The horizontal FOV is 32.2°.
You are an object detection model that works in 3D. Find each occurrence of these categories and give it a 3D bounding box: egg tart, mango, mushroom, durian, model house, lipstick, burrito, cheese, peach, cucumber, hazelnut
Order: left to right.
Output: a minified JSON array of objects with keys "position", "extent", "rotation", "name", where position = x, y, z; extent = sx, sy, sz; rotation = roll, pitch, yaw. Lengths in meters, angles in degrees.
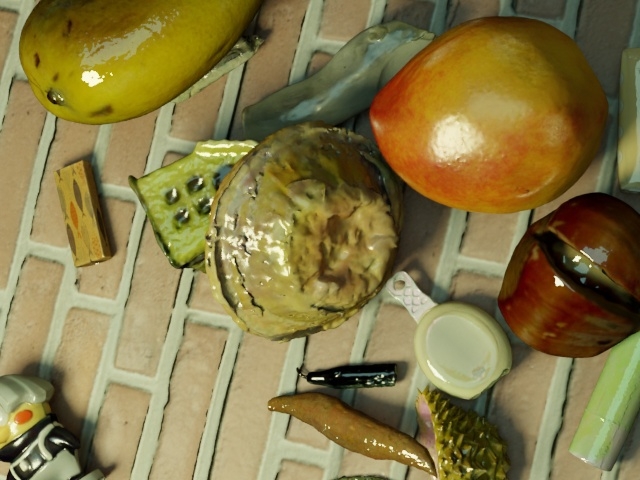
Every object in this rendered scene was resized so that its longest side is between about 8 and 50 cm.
[{"position":[-0.267,-0.354,1.764],"extent":[0.445,0.220,0.301],"rotation":[-34,42,-8],"name":"mango"},{"position":[-0.175,-0.288,1.828],"extent":[0.188,0.045,0.058],"rotation":[-30,54,11],"name":"burrito"},{"position":[-0.145,-0.077,1.729],"extent":[0.234,0.193,0.175],"rotation":[-34,76,8],"name":"model house"},{"position":[0.000,0.000,1.622],"extent":[0.150,0.352,0.352],"rotation":[25,91,53],"name":"egg tart"},{"position":[0.026,-0.243,1.755],"extent":[0.351,0.097,0.109],"rotation":[-31,78,11],"name":"mushroom"},{"position":[0.040,0.213,1.737],"extent":[0.163,0.039,0.043],"rotation":[-6,62,10],"name":"cucumber"},{"position":[0.188,0.136,1.696],"extent":[0.137,0.064,0.227],"rotation":[-43,74,1],"name":"cheese"},{"position":[0.199,0.325,1.658],"extent":[0.132,0.165,0.182],"rotation":[-18,46,42],"name":"durian"},{"position":[0.240,-0.169,1.600],"extent":[0.307,0.289,0.289],"rotation":[-21,80,-13],"name":"peach"},{"position":[0.375,0.057,1.588],"extent":[0.217,0.217,0.251],"rotation":[43,114,13],"name":"hazelnut"},{"position":[0.455,0.186,1.627],"extent":[0.076,0.076,0.304],"rotation":[24,91,14],"name":"lipstick"}]

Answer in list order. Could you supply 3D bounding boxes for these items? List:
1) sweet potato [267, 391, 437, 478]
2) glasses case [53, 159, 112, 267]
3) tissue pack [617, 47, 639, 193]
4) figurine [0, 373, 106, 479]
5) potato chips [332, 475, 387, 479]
[{"position":[0.054,0.291,1.688],"extent":[0.314,0.072,0.066],"rotation":[21,69,34],"name":"sweet potato"},{"position":[-0.396,-0.044,1.860],"extent":[0.064,0.041,0.170],"rotation":[-18,81,22],"name":"glasses case"},{"position":[0.534,-0.175,1.633],"extent":[0.186,0.090,0.222],"rotation":[2,85,15],"name":"tissue pack"},{"position":[-0.473,0.333,1.797],"extent":[0.176,0.133,0.236],"rotation":[-40,83,17],"name":"figurine"},{"position":[0.068,0.475,1.711],"extent":[0.202,0.029,0.220],"rotation":[14,86,11],"name":"potato chips"}]
